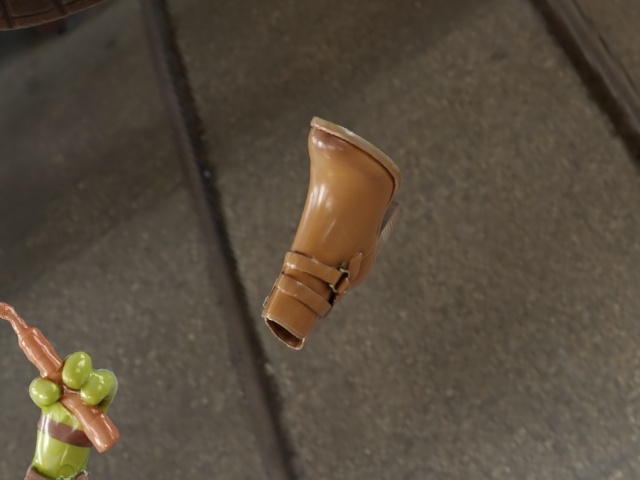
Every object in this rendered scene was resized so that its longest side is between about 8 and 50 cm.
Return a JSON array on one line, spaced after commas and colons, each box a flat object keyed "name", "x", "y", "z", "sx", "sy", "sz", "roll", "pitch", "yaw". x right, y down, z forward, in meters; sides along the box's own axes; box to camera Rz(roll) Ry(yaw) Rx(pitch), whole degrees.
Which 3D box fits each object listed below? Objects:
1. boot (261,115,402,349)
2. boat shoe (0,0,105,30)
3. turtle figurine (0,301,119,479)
[{"name": "boot", "x": 0.000, "y": 0.000, "z": 1.299, "sx": 0.073, "sy": 0.197, "sz": 0.152, "roll": 29, "pitch": 75, "yaw": 27}, {"name": "boat shoe", "x": -0.120, "y": -0.166, "z": 0.759, "sx": 0.257, "sy": 0.095, "sz": 0.095, "roll": -15, "pitch": 53, "yaw": -37}, {"name": "turtle figurine", "x": -0.104, "y": 0.174, "z": 0.648, "sx": 0.087, "sy": 0.217, "sz": 0.270, "roll": 173, "pitch": 115, "yaw": -74}]
